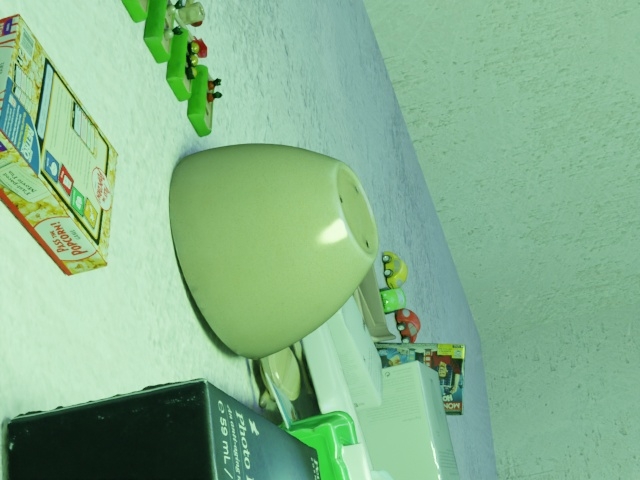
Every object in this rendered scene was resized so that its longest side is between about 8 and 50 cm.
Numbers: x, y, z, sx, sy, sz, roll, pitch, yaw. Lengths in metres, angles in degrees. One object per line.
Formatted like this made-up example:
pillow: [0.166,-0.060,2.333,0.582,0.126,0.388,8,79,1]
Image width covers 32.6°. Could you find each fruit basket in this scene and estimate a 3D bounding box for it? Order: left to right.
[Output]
fruit basket: [0.006,0.342,1.358,0.353,0.166,0.327,58,17,-71]

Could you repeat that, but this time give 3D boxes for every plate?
plate: [0.025,0.242,1.647,0.277,0.045,0.278,-109,-179,-53]

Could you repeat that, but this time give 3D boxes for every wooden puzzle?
wooden puzzle: [0.085,0.096,2.240,0.221,0.044,0.238,13,59,-75]

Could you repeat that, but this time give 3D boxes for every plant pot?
plant pot: [-0.036,-0.009,1.405,0.284,0.191,0.284,54,25,-40]

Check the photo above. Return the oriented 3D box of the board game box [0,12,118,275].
board game box: [-0.249,-0.083,0.989,0.193,0.045,0.146,62,19,-47]

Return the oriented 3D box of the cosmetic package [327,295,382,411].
cosmetic package: [0.032,0.170,1.833,0.117,0.086,0.231,-89,162,-50]

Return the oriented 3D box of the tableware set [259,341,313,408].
tableware set: [-0.077,0.131,1.515,0.128,0.039,0.194,6,65,-66]

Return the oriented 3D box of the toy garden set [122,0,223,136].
toy garden set: [-0.185,-0.298,1.480,0.244,0.049,0.203,63,18,-45]

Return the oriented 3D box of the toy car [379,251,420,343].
toy car: [0.185,0.138,2.575,0.225,0.053,0.239,1,75,-77]

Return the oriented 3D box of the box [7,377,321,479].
box: [-0.103,0.300,0.906,0.294,0.183,0.296,52,27,-64]

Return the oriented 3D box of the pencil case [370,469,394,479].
pencil case: [0.117,0.410,1.455,0.273,0.114,0.124,28,-72,56]

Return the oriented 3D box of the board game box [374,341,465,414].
board game box: [0.206,0.312,2.276,0.060,0.194,0.194,35,57,-70]

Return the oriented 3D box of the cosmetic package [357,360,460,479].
cosmetic package: [0.161,0.359,2.053,0.224,0.138,0.224,39,38,-69]
